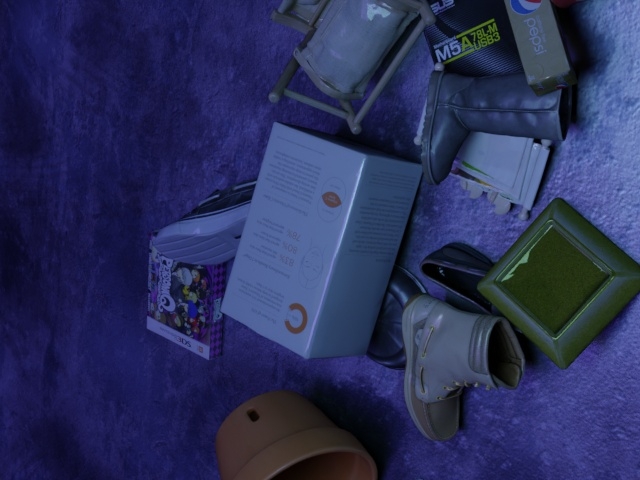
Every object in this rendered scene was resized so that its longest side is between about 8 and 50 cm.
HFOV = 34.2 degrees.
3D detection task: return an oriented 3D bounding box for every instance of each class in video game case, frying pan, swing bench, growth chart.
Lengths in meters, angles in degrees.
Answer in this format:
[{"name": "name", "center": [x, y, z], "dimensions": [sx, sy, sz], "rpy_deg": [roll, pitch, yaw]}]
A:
[{"name": "video game case", "center": [-0.288, 0.112, 2.211], "dimensions": [0.210, 0.042, 0.232], "rpy_deg": [21, 114, 38]}, {"name": "frying pan", "center": [0.077, 0.089, 1.849], "dimensions": [0.326, 0.053, 0.197], "rpy_deg": [51, 130, 18]}, {"name": "swing bench", "center": [0.044, -0.359, 1.661], "dimensions": [0.253, 0.165, 0.254], "rpy_deg": [-53, 27, 40]}, {"name": "growth chart", "center": [0.244, -0.145, 1.601], "dimensions": [0.237, 0.021, 0.172], "rpy_deg": [36, 132, 20]}]

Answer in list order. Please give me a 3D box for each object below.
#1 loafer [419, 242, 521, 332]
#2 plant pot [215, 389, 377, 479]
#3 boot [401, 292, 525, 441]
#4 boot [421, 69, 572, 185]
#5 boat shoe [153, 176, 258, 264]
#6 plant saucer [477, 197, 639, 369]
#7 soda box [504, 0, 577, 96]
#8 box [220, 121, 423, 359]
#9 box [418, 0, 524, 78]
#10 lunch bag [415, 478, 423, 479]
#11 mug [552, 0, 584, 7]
[{"name": "loafer", "center": [0.271, 0.087, 1.628], "dimensions": [0.267, 0.084, 0.096], "rpy_deg": [28, 119, 37]}, {"name": "plant pot", "center": [-0.067, 0.418, 1.931], "dimensions": [0.203, 0.291, 0.291], "rpy_deg": [54, 134, 43]}, {"name": "boot", "center": [0.233, 0.224, 1.671], "dimensions": [0.203, 0.095, 0.262], "rpy_deg": [12, 114, 50]}, {"name": "boot", "center": [0.256, -0.163, 1.523], "dimensions": [0.208, 0.076, 0.189], "rpy_deg": [8, 105, 21]}, {"name": "boat shoe", "center": [-0.186, -0.040, 2.034], "dimensions": [0.335, 0.121, 0.119], "rpy_deg": [-14, 49, 37]}, {"name": "plant saucer", "center": [0.346, 0.058, 1.522], "dimensions": [0.188, 0.045, 0.188], "rpy_deg": [-50, 63, 10]}, {"name": "soda box", "center": [0.300, -0.297, 1.445], "dimensions": [0.061, 0.058, 0.181], "rpy_deg": [-18, 72, 20]}, {"name": "box", "center": [0.000, 0.000, 1.759], "dimensions": [0.215, 0.168, 0.345], "rpy_deg": [24, 102, 38]}, {"name": "box", "center": [0.251, -0.303, 1.576], "dimensions": [0.191, 0.045, 0.184], "rpy_deg": [-17, 92, 45]}, {"name": "lunch bag", "center": [0.158, 0.472, 1.848], "dimensions": [0.053, 0.071, 0.083], "rpy_deg": [12, 108, 43]}, {"name": "mug", "center": [0.379, -0.380, 1.364], "dimensions": [0.169, 0.150, 0.113], "rpy_deg": [-2, 85, 40]}]
